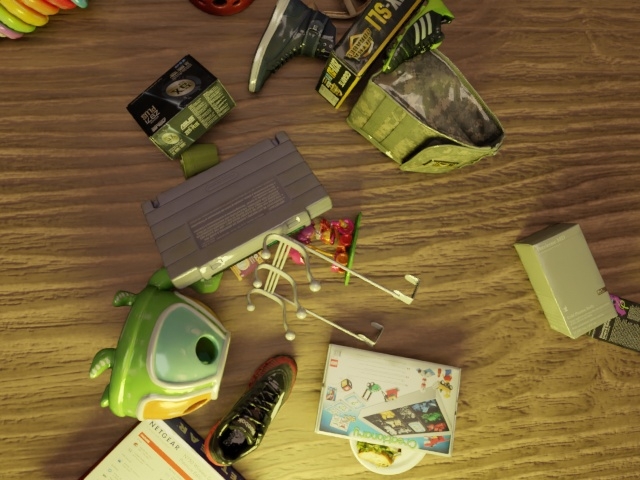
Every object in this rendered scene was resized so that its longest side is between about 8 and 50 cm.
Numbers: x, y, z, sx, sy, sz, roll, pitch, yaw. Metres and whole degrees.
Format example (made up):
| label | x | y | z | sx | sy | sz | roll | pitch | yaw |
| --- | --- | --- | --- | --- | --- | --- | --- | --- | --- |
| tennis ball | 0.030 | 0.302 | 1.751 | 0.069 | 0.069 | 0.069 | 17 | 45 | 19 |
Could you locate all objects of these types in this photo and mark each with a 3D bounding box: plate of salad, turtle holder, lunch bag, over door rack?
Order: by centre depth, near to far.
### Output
| label | x | y | z | sx | sy | sz | roll | pitch | yaw |
| --- | --- | --- | --- | --- | --- | --- | --- | --- | --- |
| turtle holder | -0.304 | 0.211 | 1.018 | 0.227 | 0.320 | 0.244 | 11 | 122 | -6 |
| over door rack | 0.012 | 0.127 | 1.022 | 0.323 | 0.240 | 0.108 | 18 | 52 | -5 |
| lunch bag | 0.221 | -0.250 | 1.041 | 0.287 | 0.235 | 0.169 | 38 | 82 | -5 |
| plate of salad | 0.166 | 0.448 | 1.142 | 0.199 | 0.048 | 0.200 | 0 | 91 | -5 |

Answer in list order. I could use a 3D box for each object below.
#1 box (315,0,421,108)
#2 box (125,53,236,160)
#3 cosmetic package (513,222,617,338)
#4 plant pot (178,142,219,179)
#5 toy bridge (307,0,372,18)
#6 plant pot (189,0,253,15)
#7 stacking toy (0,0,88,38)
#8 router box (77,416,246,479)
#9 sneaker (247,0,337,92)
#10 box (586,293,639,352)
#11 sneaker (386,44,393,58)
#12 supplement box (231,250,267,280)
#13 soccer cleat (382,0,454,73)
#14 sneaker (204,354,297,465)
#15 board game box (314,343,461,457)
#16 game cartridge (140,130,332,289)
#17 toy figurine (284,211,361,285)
| label | x | y | z | sx | sy | sz | roll | pitch | yaw |
| --- | --- | --- | --- | --- | --- | --- | --- | --- | --- |
| box | 0.126 | -0.445 | 1.018 | 0.079 | 0.257 | 0.322 | 39 | 87 | -5 |
| box | -0.293 | -0.281 | 1.031 | 0.180 | 0.077 | 0.147 | -41 | 54 | -3 |
| cosmetic package | 0.569 | 0.087 | 1.150 | 0.127 | 0.107 | 0.238 | -27 | 97 | -2 |
| plant pot | -0.265 | -0.181 | 1.078 | 0.079 | 0.083 | 0.084 | -14 | 92 | -18 |
| toy bridge | 0.063 | -0.527 | 1.089 | 0.188 | 0.063 | 0.026 | -13 | 52 | 24 |
| plant pot | -0.218 | -0.598 | 1.024 | 0.190 | 0.174 | 0.191 | 0 | 90 | -4 |
| stacking toy | -0.637 | -0.478 | 1.007 | 0.301 | 0.166 | 0.175 | -38 | 139 | 13 |
| router box | -0.346 | 0.579 | 1.075 | 0.301 | 0.082 | 0.335 | -44 | 95 | -4 |
| sneaker | -0.055 | -0.407 | 1.086 | 0.163 | 0.086 | 0.226 | 25 | 95 | -11 |
| box | 0.743 | 0.203 | 1.206 | 0.162 | 0.029 | 0.116 | 18 | 88 | -7 |
| sneaker | 0.218 | -0.398 | 1.123 | 0.144 | 0.059 | 0.053 | 27 | 87 | -17 |
| supplement box | -0.162 | 0.044 | 1.104 | 0.083 | 0.043 | 0.055 | -37 | 93 | -5 |
| soccer cleat | 0.179 | -0.365 | 0.895 | 0.072 | 0.060 | 0.179 | 37 | 78 | -5 |
| sneaker | -0.139 | 0.365 | 1.055 | 0.097 | 0.135 | 0.276 | 41 | 73 | -2 |
| board game box | 0.151 | 0.355 | 1.105 | 0.304 | 0.053 | 0.193 | 11 | 77 | -1 |
| game cartridge | -0.177 | -0.068 | 1.033 | 0.354 | 0.068 | 0.230 | -28 | 63 | -6 |
| toy figurine | 0.000 | 0.000 | 1.097 | 0.159 | 0.130 | 0.173 | 12 | 68 | 3 |
